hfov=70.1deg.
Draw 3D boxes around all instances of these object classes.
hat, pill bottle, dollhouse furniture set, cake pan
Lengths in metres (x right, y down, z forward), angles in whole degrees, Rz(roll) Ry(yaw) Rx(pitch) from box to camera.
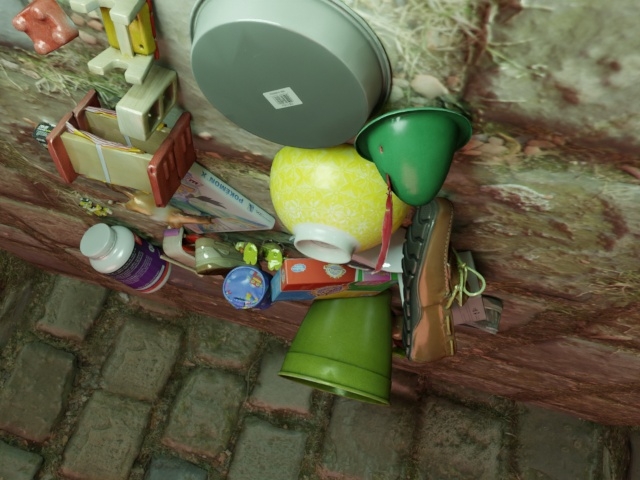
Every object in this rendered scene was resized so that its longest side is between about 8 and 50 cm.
[{"bbox_3d":[0.141,-0.063,0.670,0.172,0.184,0.208,-5,166,13],"label":"hat"},{"bbox_3d":[-0.712,0.064,1.683,0.181,0.182,0.323,6,157,24],"label":"pill bottle"},{"bbox_3d":[-0.332,-0.241,0.732,0.201,0.152,0.374,16,142,2],"label":"dollhouse furniture set"},{"bbox_3d":[-0.050,-0.223,0.640,0.292,0.054,0.293,14,160,5],"label":"cake pan"}]

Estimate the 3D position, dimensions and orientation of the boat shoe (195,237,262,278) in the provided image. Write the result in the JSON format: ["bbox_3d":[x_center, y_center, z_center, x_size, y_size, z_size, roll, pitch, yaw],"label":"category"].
[{"bbox_3d":[-0.283,0.053,1.448,0.121,0.110,0.341,-16,169,12],"label":"boat shoe"}]

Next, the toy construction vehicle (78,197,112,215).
[{"bbox_3d":[-0.739,-0.101,1.487,0.098,0.035,0.086,10,159,15],"label":"toy construction vehicle"}]

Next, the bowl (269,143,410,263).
[{"bbox_3d":[0.024,-0.048,0.891,0.289,0.156,0.289,14,159,5],"label":"bowl"}]

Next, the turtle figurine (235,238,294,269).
[{"bbox_3d":[-0.134,0.047,1.334,0.269,0.087,0.217,27,180,3],"label":"turtle figurine"}]

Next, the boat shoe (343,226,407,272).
[{"bbox_3d":[0.107,0.023,1.083,0.300,0.108,0.102,6,164,18],"label":"boat shoe"}]

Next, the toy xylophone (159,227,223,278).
[{"bbox_3d":[-0.419,0.058,1.592,0.236,0.081,0.322,0,154,37],"label":"toy xylophone"}]

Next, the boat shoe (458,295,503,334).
[{"bbox_3d":[0.409,0.236,1.407,0.118,0.103,0.320,29,156,-31],"label":"boat shoe"}]

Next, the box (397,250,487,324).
[{"bbox_3d":[0.301,0.130,1.124,0.181,0.119,0.181,-14,150,17],"label":"box"}]

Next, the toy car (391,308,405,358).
[{"bbox_3d":[0.284,0.325,1.680,0.188,0.155,0.149,35,154,-20],"label":"toy car"}]

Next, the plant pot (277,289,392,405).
[{"bbox_3d":[0.082,0.310,1.482,0.366,0.353,0.366,13,160,5],"label":"plant pot"}]

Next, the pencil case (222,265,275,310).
[{"bbox_3d":[-0.203,0.151,1.385,0.119,0.133,0.306,14,172,5],"label":"pencil case"}]

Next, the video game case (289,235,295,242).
[{"bbox_3d":[0.000,0.000,1.230,0.119,0.015,0.166,24,158,-20],"label":"video game case"}]

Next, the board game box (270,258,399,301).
[{"bbox_3d":[0.037,0.108,1.256,0.316,0.064,0.242,-1,163,-15],"label":"board game box"}]

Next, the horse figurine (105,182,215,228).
[{"bbox_3d":[-0.424,-0.083,1.161,0.174,0.066,0.263,3,159,46],"label":"horse figurine"}]

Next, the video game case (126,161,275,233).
[{"bbox_3d":[-0.330,-0.101,1.183,0.328,0.036,0.300,-2,153,40],"label":"video game case"}]

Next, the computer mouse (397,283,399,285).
[{"bbox_3d":[0.270,0.157,1.346,0.193,0.042,0.106,35,-175,-43],"label":"computer mouse"}]

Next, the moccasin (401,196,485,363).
[{"bbox_3d":[0.245,0.093,0.932,0.146,0.381,0.139,-4,-158,1],"label":"moccasin"}]

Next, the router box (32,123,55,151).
[{"bbox_3d":[-0.584,-0.220,1.061,0.122,0.038,0.092,12,158,10],"label":"router box"}]
